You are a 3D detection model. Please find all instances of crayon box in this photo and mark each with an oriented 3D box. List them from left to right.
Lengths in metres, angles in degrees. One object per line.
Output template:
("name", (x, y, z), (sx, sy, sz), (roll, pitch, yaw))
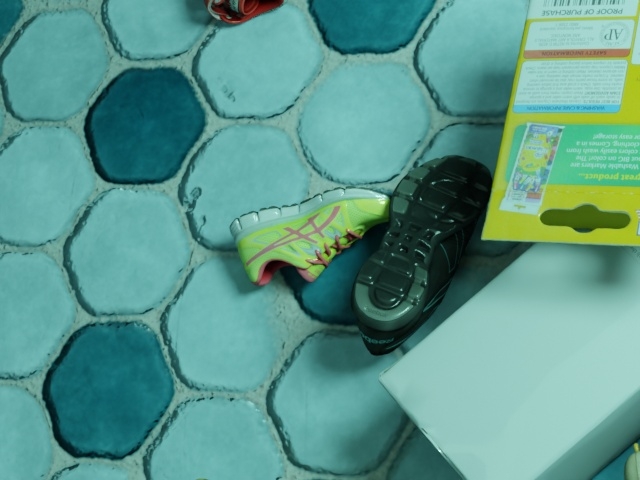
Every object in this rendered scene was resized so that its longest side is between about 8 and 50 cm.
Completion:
("crayon box", (0.293, -0.123, 1.418), (0.203, 0.083, 0.323), (3, 64, 26))

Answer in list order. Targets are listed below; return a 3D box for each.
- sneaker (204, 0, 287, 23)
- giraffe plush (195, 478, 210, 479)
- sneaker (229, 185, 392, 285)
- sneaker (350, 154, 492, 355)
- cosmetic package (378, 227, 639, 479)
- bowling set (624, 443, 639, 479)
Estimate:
("sneaker", (-0.156, -0.356, 1.824), (0.270, 0.090, 0.145), (1, 67, 17))
("giraffe plush", (-0.053, 0.333, 1.485), (0.170, 0.210, 0.181), (1, 63, -12))
("sneaker", (0.000, 0.000, 1.641), (0.208, 0.081, 0.094), (-16, 72, 20))
("sneaker", (0.108, 0.013, 1.582), (0.101, 0.106, 0.267), (24, 57, 19))
("cosmetic package", (0.268, 0.108, 1.454), (0.365, 0.155, 0.197), (-40, 61, 1))
("bowling set", (0.381, 0.329, 1.325), (0.200, 0.154, 0.287), (-7, 68, 17))
